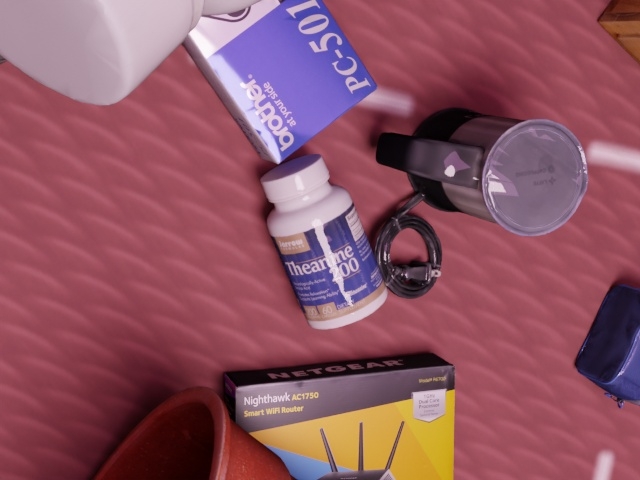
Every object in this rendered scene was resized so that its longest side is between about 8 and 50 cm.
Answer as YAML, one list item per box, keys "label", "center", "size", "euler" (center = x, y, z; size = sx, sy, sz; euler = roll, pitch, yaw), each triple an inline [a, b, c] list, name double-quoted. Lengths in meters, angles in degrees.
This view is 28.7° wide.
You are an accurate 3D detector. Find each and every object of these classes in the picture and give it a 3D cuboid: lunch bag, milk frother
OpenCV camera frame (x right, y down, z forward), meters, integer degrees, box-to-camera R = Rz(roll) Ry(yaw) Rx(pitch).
- label: "lunch bag"
  center: [0.266, 0.093, 1.041]
  size: [0.065, 0.067, 0.098]
  euler: [26, 91, -21]
- label: "milk frother"
  center: [0.111, -0.021, 0.931]
  size: [0.129, 0.134, 0.143]
  euler: [-10, 102, -17]

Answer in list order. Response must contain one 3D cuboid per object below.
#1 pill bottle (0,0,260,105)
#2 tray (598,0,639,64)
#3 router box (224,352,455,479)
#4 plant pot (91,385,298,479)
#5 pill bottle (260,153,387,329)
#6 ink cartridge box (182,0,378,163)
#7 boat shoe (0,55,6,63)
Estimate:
- label: "pill bottle"
  center: [-0.059, -0.278, 0.736]
  size: [0.224, 0.224, 0.392]
  euler: [48, 66, -20]
- label: "tray"
  center: [0.424, -0.065, 0.999]
  size: [0.411, 0.203, 0.076]
  euler: [38, 86, -21]
- label: "router box"
  center: [0.015, 0.163, 0.974]
  size: [0.178, 0.046, 0.133]
  euler: [-4, 101, -18]
- label: "plant pot"
  center: [-0.039, 0.281, 0.831]
  size: [0.265, 0.272, 0.272]
  euler: [34, 86, -19]
- label: "pill bottle"
  center: [0.000, 0.000, 0.931]
  size: [0.067, 0.067, 0.120]
  euler: [-26, 106, -14]
- label: "ink cartridge box"
  center: [-0.056, -0.167, 0.895]
  size: [0.097, 0.046, 0.207]
  euler: [-38, 109, -10]
- label: "boat shoe"
  center: [-0.285, -0.251, 0.766]
  size: [0.095, 0.112, 0.335]
  euler: [-38, 112, -15]
